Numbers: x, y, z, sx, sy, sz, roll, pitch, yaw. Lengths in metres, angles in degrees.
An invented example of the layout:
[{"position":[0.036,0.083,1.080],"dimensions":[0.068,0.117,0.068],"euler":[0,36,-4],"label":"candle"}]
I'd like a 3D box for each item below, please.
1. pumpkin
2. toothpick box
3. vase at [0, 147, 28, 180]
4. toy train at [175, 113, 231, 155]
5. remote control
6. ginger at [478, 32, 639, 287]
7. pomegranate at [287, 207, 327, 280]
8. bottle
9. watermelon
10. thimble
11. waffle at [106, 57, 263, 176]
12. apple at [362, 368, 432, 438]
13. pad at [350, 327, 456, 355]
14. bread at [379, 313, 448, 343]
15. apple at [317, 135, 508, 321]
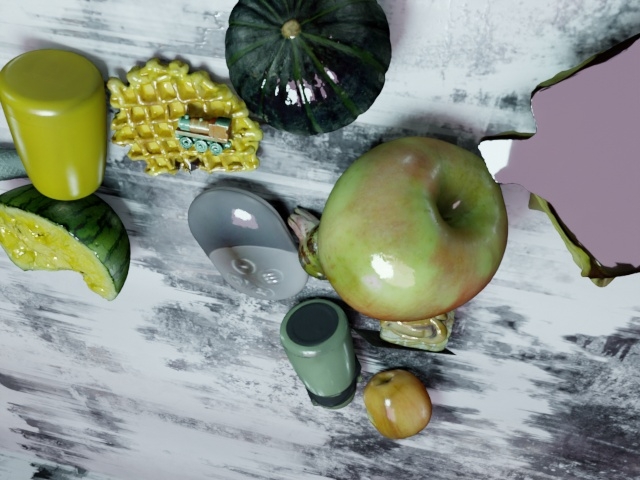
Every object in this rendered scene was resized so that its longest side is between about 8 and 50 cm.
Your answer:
[{"position":[-0.019,-0.280,0.889],"dimensions":[0.250,0.216,0.249],"euler":[1,104,5],"label":"pumpkin"},{"position":[-0.493,-0.204,1.128],"dimensions":[0.175,0.174,0.271],"euler":[18,140,0],"label":"toothpick box"},{"position":[-0.685,-0.166,1.291],"dimensions":[0.220,0.096,0.096],"euler":[-1,134,15],"label":"vase"},{"position":[-0.209,-0.192,1.057],"dimensions":[0.103,0.044,0.064],"euler":[11,131,2],"label":"toy train"},{"position":[-0.155,0.015,1.297],"dimensions":[0.221,0.103,0.332],"euler":[-8,130,26],"label":"remote control"},{"position":[0.452,-0.145,0.901],"dimensions":[0.359,0.211,0.413],"euler":[34,127,2],"label":"ginger"},{"position":[-0.002,0.010,1.228],"dimensions":[0.163,0.125,0.138],"euler":[25,149,-7],"label":"pomegranate"},{"position":[0.012,0.305,1.508],"dimensions":[0.169,0.168,0.346],"euler":[2,140,16],"label":"bottle"},{"position":[-0.559,-0.025,1.324],"dimensions":[0.331,0.189,0.330],"euler":[13,139,12],"label":"watermelon"},{"position":[0.211,0.171,1.322],"dimensions":[0.144,0.137,0.190],"euler":[10,160,4],"label":"thimble"},{"position":[-0.260,-0.211,1.126],"dimensions":[0.310,0.065,0.283],"euler":[33,132,-14],"label":"waffle"},{"position":[0.199,0.427,1.570],"dimensions":[0.199,0.199,0.199],"euler":[9,137,9],"label":"apple"},{"position":[0.190,0.233,1.372],"dimensions":[0.212,0.143,0.003],"euler":[9,96,-20],"label":"pad"},{"position":[0.190,0.093,1.199],"dimensions":[0.134,0.224,0.081],"euler":[2,175,8],"label":"bread"},{"position":[0.149,-0.011,1.030],"dimensions":[0.319,0.319,0.277],"euler":[30,152,-14],"label":"apple"}]
